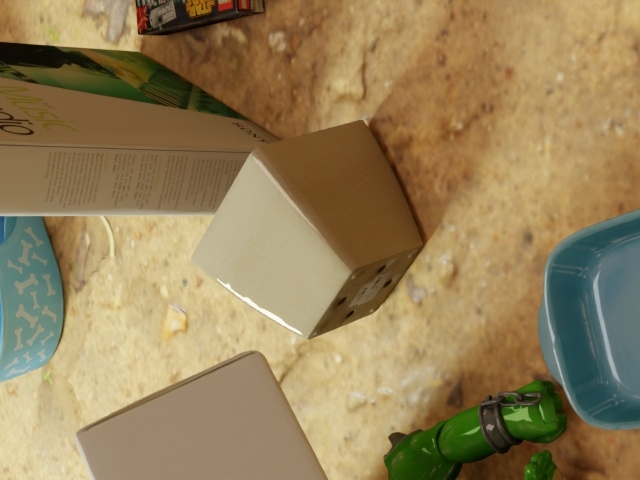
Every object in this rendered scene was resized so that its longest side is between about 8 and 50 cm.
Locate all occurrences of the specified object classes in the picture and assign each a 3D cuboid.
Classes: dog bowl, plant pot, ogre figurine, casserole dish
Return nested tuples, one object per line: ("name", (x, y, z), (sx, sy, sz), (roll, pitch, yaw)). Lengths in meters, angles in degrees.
("dog bowl", (-0.321, -0.002, 1.440), (0.166, 0.074, 0.297), (-44, 60, 45))
("plant pot", (0.000, 0.000, 1.011), (0.096, 0.109, 0.109), (50, 131, 21))
("ogre figurine", (0.093, 0.187, 0.922), (0.118, 0.097, 0.197), (-5, 106, 34))
("casserole dish", (0.193, 0.037, 0.818), (0.188, 0.037, 0.114), (-22, 77, 52))

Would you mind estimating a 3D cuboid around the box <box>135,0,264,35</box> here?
("box", (-0.095, -0.209, 1.166), (0.137, 0.027, 0.094), (-3, 93, 52))

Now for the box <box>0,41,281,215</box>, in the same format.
("box", (-0.210, -0.085, 1.089), (0.232, 0.322, 0.058), (34, 115, 44))

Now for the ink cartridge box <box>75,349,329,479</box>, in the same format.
("ink cartridge box", (-0.027, 0.237, 0.935), (0.211, 0.122, 0.289), (59, 169, 34))
